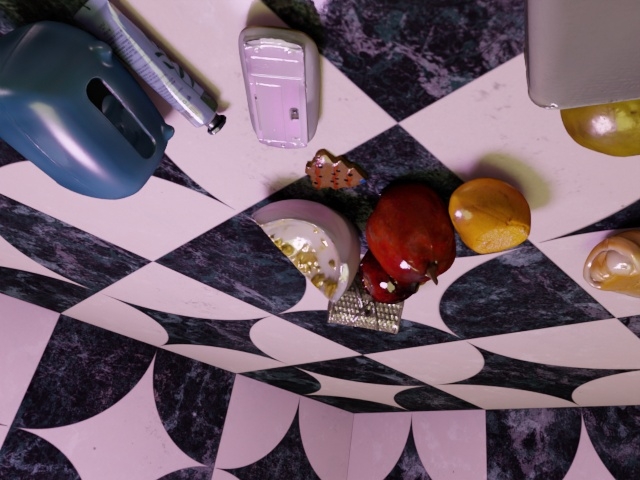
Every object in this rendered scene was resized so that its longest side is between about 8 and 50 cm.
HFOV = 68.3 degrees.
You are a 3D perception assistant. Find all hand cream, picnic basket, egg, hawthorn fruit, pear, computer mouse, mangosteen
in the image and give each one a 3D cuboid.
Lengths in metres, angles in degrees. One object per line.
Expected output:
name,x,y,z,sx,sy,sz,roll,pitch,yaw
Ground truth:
hand cream,-0.265,-0.278,0.775,0.091,0.058,0.271,-3,147,44
picnic basket,0.121,0.168,1.299,0.196,0.134,0.154,11,-168,-3
egg,-0.004,-0.002,1.075,0.271,0.162,0.206,47,176,4
hawthorn fruit,0.197,-0.001,0.958,0.189,0.251,0.190,-12,139,-11
pear,0.408,-0.184,0.634,0.162,0.149,0.149,16,150,-17
computer mouse,-0.065,-0.244,0.766,0.125,0.056,0.245,7,150,4
mangosteen,0.189,0.077,1.169,0.180,0.166,0.166,-12,153,-12

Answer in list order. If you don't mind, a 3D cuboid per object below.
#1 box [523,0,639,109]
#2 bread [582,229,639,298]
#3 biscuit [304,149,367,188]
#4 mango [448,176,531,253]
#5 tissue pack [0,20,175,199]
box,0.358,-0.306,0.413,0.351,0.178,0.344,-3,149,21
bread,0.730,0.060,0.994,0.311,0.121,0.173,12,154,-4
biscuit,0.032,-0.136,0.964,0.129,0.019,0.119,9,151,1
mango,0.319,-0.052,0.914,0.217,0.102,0.141,18,128,-39
tissue pack,-0.393,-0.204,0.789,0.206,0.198,0.287,3,149,23
